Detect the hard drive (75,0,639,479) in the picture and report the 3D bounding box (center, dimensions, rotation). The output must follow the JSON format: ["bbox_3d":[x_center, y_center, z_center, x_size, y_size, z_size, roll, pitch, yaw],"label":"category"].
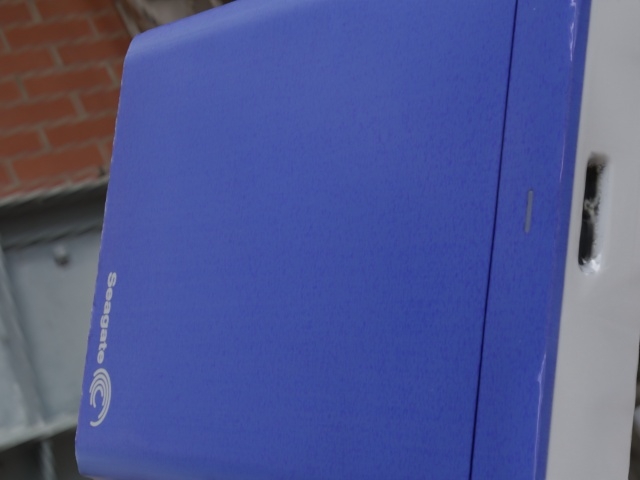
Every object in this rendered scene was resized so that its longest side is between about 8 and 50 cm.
[{"bbox_3d":[0.000,0.000,0.622,0.040,0.210,0.319,11,-8,-32],"label":"hard drive"}]
